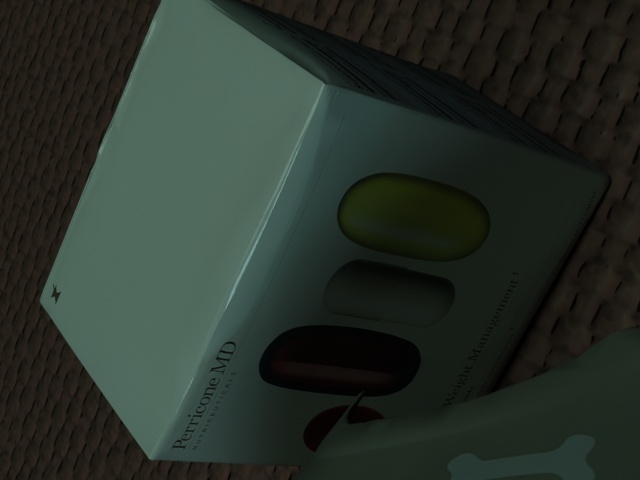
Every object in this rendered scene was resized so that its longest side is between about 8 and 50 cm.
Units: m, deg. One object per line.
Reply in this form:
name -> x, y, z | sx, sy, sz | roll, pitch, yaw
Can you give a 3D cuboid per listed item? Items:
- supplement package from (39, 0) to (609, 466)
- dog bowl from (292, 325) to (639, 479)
supplement package -> 0.000, 0.000, 0.597 | 0.149, 0.203, 0.194 | 42, 113, 46
dog bowl -> 0.097, 0.202, 0.382 | 0.348, 0.102, 0.349 | 25, 129, 35
